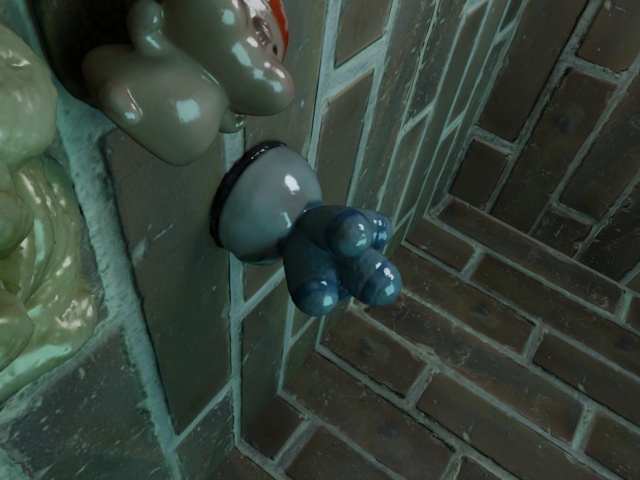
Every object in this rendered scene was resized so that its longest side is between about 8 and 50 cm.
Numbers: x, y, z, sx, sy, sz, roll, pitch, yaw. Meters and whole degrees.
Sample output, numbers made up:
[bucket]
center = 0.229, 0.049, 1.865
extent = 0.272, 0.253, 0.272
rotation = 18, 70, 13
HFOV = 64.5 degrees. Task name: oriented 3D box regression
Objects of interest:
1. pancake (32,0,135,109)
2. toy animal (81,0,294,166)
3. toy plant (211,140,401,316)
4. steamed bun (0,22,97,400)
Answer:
[pancake]
center = -0.175, -0.240, 0.513
extent = 0.250, 0.031, 0.250
rotation = -50, 161, -24
[toy animal]
center = -0.115, -0.172, 0.481
extent = 0.198, 0.171, 0.171
rotation = -51, 162, -3
[toy plant]
center = 0.000, 0.000, 0.890
extent = 0.247, 0.332, 0.247
rotation = -49, 162, -22
[steamed bun]
center = -0.285, -0.001, 0.302
extent = 0.325, 0.230, 0.372
rotation = -49, 158, -37
